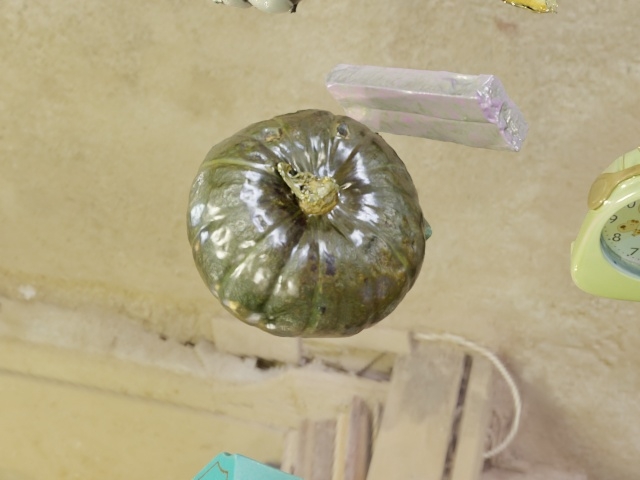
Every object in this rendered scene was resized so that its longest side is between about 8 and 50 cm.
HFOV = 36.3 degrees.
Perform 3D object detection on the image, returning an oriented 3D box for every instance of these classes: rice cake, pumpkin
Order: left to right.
[{"bbox_3d":[-0.010,-0.016,0.890,0.224,0.223,0.157,22,154,-3],"label":"pumpkin"},{"bbox_3d":[0.131,-0.180,1.288,0.298,0.050,0.106,15,154,47],"label":"rice cake"}]

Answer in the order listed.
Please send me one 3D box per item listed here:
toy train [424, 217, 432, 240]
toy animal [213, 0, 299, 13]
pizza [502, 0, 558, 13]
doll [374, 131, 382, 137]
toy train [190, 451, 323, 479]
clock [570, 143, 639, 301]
[{"bbox_3d":[0.000,0.000,1.415,0.299,0.167,0.238,-43,69,22],"label":"toy train"},{"bbox_3d":[-0.109,-0.415,1.502,0.179,0.138,0.166,4,168,13],"label":"toy animal"},{"bbox_3d":[0.186,-0.276,0.936,0.123,0.026,0.108,41,154,31],"label":"pizza"},{"bbox_3d":[0.049,-0.082,1.202,0.070,0.195,0.096,29,106,-4],"label":"doll"},{"bbox_3d":[-0.085,0.285,0.858,0.112,0.163,0.203,28,127,-24],"label":"toy train"},{"bbox_3d":[0.467,-0.037,1.299,0.235,0.096,0.308,6,141,8],"label":"clock"}]
